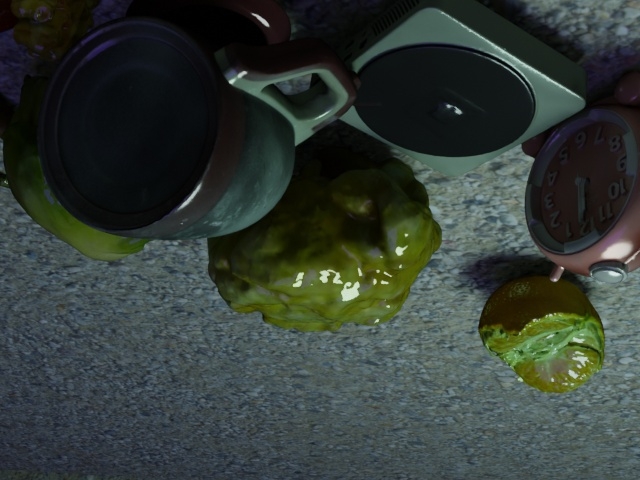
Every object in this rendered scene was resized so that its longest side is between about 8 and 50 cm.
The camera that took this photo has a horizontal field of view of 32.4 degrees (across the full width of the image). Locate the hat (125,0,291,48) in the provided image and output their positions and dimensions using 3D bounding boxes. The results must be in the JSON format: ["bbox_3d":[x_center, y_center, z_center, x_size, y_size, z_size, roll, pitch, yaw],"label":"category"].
[{"bbox_3d":[-0.134,-0.267,1.326,0.205,0.089,0.205,1,153,1],"label":"hat"}]

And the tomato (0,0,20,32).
[{"bbox_3d":[-0.400,-0.315,1.263,0.200,0.139,0.233,2,151,1],"label":"tomato"}]

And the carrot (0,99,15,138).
[{"bbox_3d":[-0.495,-0.197,1.591,0.078,0.078,0.298,-6,152,27],"label":"carrot"}]

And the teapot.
[{"bbox_3d":[-0.111,-0.132,1.271,0.315,0.233,0.312,-31,165,19],"label":"teapot"}]

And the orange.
[{"bbox_3d":[0.376,0.143,1.860,0.179,0.158,0.237,-23,136,35],"label":"orange"}]

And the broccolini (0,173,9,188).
[{"bbox_3d":[-0.447,-0.098,1.780,0.271,0.062,0.123,11,142,3],"label":"broccolini"}]

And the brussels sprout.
[{"bbox_3d":[-0.302,-0.123,1.517,0.259,0.227,0.294,8,128,18],"label":"brussels sprout"}]

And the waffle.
[{"bbox_3d":[-0.283,-0.287,1.202,0.055,0.211,0.160,7,152,5],"label":"waffle"}]

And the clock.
[{"bbox_3d":[0.374,-0.057,1.410,0.142,0.241,0.227,21,149,-28],"label":"clock"}]

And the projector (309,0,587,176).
[{"bbox_3d":[0.156,-0.198,1.377,0.259,0.079,0.257,24,148,-27],"label":"projector"}]

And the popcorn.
[{"bbox_3d":[0.005,0.012,1.585,0.334,0.292,0.293,-22,108,6],"label":"popcorn"}]
